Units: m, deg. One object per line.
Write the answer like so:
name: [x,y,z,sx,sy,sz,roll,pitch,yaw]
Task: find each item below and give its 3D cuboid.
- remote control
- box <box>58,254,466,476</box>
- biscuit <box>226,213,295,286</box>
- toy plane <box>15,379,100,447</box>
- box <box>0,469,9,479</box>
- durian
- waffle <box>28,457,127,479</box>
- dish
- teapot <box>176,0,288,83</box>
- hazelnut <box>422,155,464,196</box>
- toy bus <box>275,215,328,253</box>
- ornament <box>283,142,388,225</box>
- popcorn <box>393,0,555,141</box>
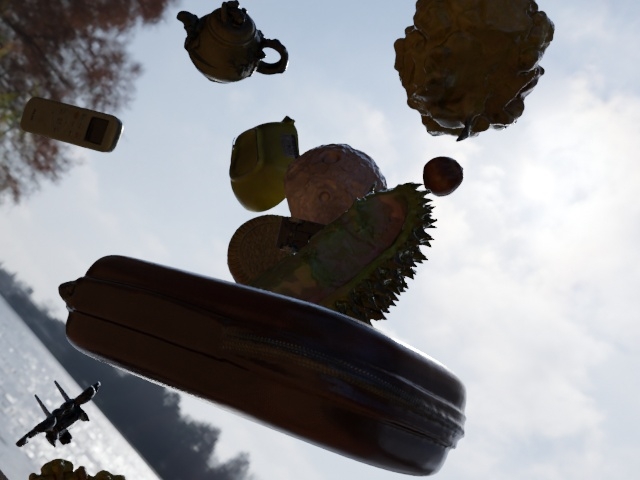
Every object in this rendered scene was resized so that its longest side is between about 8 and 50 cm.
remote control: [-0.561,-0.259,1.868,0.309,0.090,0.038,18,-4,31]
box: [-0.060,0.109,0.772,0.403,0.108,0.263,10,-15,42]
biscuit: [-0.117,0.055,2.143,0.259,0.259,0.079,45,-25,13]
toy plane: [-0.460,0.322,1.461,0.078,0.169,0.246,45,-33,12]
box: [-0.499,0.360,1.056,0.122,0.220,0.032,28,-58,40]
durian: [0.027,0.038,1.094,0.169,0.352,0.158,41,-24,18]
waffle: [-0.480,0.563,1.537,0.281,0.301,0.058,28,-14,-27]
dish: [-0.163,-0.213,2.174,0.221,0.263,0.108,-17,-30,38]
teapot: [-0.196,-0.453,1.873,0.269,0.173,0.183,16,-34,-10]
hazelnut: [0.233,-0.121,1.578,0.086,0.086,0.086,43,-20,19]
toy bus: [0.000,0.000,1.643,0.167,0.073,0.076,14,-1,2]
ornament: [0.041,-0.089,1.860,0.259,0.225,0.260,-12,90,-88]
popcorn: [0.227,-0.262,1.233,0.249,0.225,0.249,3,-46,3]
